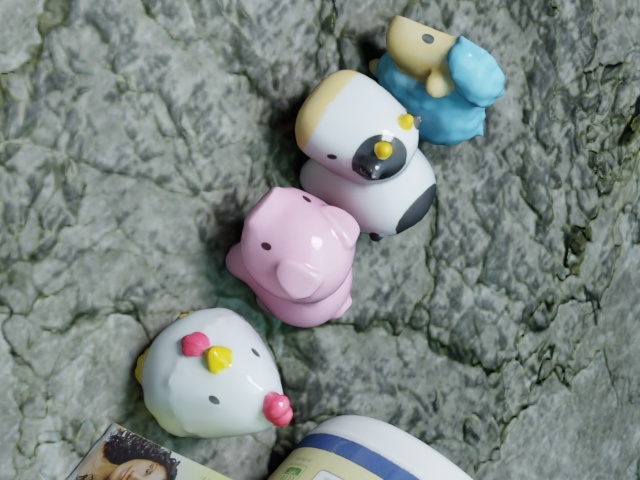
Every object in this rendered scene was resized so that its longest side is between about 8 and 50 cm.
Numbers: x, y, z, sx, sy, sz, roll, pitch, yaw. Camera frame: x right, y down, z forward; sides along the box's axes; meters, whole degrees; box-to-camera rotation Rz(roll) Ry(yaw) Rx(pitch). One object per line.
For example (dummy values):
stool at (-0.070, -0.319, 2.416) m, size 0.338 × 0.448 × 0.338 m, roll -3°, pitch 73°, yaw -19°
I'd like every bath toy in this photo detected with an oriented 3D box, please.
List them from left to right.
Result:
bath toy at (0.000, 0.000, 1.345) m, size 0.348 × 0.129 × 0.151 m, roll -54°, pitch 129°, yaw -16°

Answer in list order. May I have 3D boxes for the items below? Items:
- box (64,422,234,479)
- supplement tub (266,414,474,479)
box at (-0.089, 0.199, 1.246) m, size 0.087 × 0.232 × 0.058 m, roll -51°, pitch 128°, yaw -20°
supplement tub at (-0.008, 0.309, 1.349) m, size 0.316 × 0.228 × 0.228 m, roll -47°, pitch 127°, yaw -22°
